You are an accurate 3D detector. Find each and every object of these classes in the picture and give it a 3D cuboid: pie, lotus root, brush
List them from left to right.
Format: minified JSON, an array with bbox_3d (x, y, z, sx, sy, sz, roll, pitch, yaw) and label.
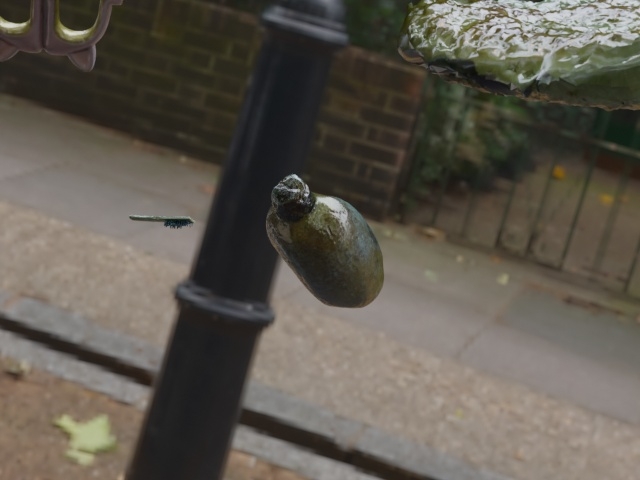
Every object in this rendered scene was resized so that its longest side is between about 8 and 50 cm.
[{"bbox_3d":[-0.183,-0.021,1.686,0.083,0.013,0.016,4,-12,26],"label":"brush"},{"bbox_3d":[0.000,0.000,1.506,0.113,0.088,0.192,25,-18,36],"label":"lotus root"},{"bbox_3d":[0.258,-0.163,1.218,0.371,0.078,0.296,-7,18,-23],"label":"pie"}]

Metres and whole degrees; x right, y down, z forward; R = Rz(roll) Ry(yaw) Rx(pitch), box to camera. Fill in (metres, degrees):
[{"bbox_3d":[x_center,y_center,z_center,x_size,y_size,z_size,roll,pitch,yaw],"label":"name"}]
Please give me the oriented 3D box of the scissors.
[{"bbox_3d":[-0.247,-0.293,1.335,0.160,0.317,0.024,7,39,-6],"label":"scissors"}]
